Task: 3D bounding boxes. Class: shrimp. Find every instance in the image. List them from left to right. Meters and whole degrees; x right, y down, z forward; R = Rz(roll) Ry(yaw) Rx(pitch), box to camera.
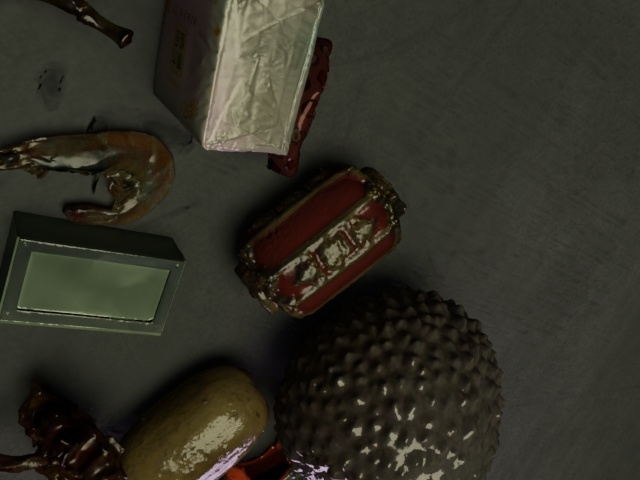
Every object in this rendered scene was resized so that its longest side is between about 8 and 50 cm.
[{"bbox_3d":[-0.316,-0.081,0.843,0.251,0.052,0.143,0,118,-29],"label":"shrimp"}]

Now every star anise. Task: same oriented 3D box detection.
[{"bbox_3d":[-0.412,0.294,0.925,0.346,0.237,0.148,35,68,-16],"label":"star anise"}]

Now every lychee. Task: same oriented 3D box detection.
[{"bbox_3d":[0.118,0.286,1.081,0.432,0.380,0.380,-56,129,-18],"label":"lychee"}]

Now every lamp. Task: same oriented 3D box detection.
[{"bbox_3d":[0.000,0.000,0.981,0.274,0.177,0.177,-36,127,-4],"label":"lamp"}]

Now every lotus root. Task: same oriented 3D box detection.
[{"bbox_3d":[-0.235,0.349,1.054,0.343,0.151,0.169,-40,127,-7],"label":"lotus root"}]

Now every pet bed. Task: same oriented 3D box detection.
[{"bbox_3d":[-0.030,-0.182,0.862,0.054,0.201,0.201,19,108,-3],"label":"pet bed"}]

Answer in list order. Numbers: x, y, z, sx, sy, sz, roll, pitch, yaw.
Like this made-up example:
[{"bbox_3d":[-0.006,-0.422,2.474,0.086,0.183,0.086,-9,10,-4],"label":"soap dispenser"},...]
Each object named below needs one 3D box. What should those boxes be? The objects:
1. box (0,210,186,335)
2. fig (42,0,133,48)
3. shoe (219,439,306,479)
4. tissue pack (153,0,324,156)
[{"bbox_3d":[-0.322,0.053,0.890,0.225,0.086,0.129,11,110,-33],"label":"box"},{"bbox_3d":[-0.295,-0.318,0.657,0.170,0.145,0.274,-37,112,-5],"label":"fig"},{"bbox_3d":[-0.056,0.466,1.242,0.337,0.132,0.171,11,101,-29],"label":"shoe"},{"bbox_3d":[-0.111,-0.227,0.764,0.124,0.225,0.185,1,115,-29],"label":"tissue pack"}]
